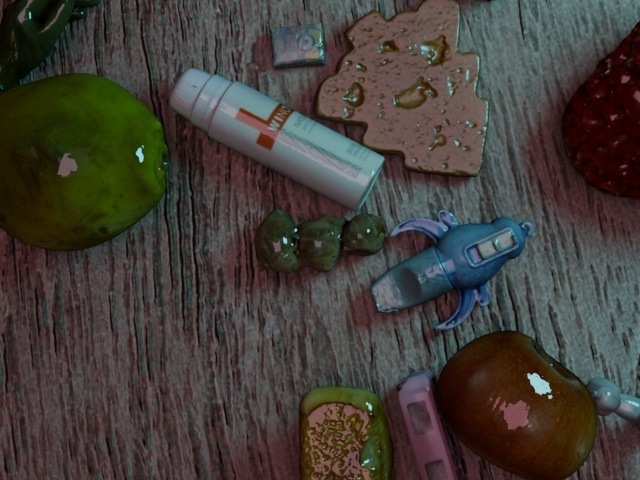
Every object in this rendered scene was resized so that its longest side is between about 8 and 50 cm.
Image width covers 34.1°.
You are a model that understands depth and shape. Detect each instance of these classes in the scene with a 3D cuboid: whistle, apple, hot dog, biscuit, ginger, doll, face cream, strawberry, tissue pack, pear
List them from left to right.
[{"bbox_3d":[-0.376,-0.117,1.560,0.321,0.269,0.269,9,88,18],"label":"pear"},{"bbox_3d":[-0.074,-0.164,1.610,0.346,0.102,0.102,27,89,3],"label":"face cream"},{"bbox_3d":[-0.036,-0.305,1.646,0.083,0.035,0.063,-6,87,3],"label":"tissue pack"},{"bbox_3d":[0.000,0.000,1.607,0.204,0.080,0.104,-1,82,6],"label":"ginger"},{"bbox_3d":[0.034,0.342,1.552,0.150,0.153,0.256,-2,85,8],"label":"hot dog"},{"bbox_3d":[0.149,-0.220,1.626,0.284,0.043,0.306,-36,87,0],"label":"biscuit"},{"bbox_3d":[0.202,0.035,1.593,0.269,0.093,0.180,-24,92,8],"label":"whistle"},{"bbox_3d":[0.289,0.235,1.510,0.235,0.210,0.173,29,101,-8],"label":"apple"},{"bbox_3d":[0.469,0.251,1.522,0.161,0.160,0.059,22,88,6],"label":"doll"},{"bbox_3d":[0.514,-0.188,1.497,0.345,0.295,0.317,-31,122,19],"label":"strawberry"}]

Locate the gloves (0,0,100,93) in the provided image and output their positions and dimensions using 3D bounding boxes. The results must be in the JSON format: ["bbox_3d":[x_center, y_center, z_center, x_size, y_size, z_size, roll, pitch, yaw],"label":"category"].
[{"bbox_3d":[-0.449,-0.330,1.639,0.268,0.135,0.107,-48,127,2],"label":"gloves"}]

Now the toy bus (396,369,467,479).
[{"bbox_3d":[0.168,0.300,1.573,0.063,0.090,0.203,-18,88,14],"label":"toy bus"}]
